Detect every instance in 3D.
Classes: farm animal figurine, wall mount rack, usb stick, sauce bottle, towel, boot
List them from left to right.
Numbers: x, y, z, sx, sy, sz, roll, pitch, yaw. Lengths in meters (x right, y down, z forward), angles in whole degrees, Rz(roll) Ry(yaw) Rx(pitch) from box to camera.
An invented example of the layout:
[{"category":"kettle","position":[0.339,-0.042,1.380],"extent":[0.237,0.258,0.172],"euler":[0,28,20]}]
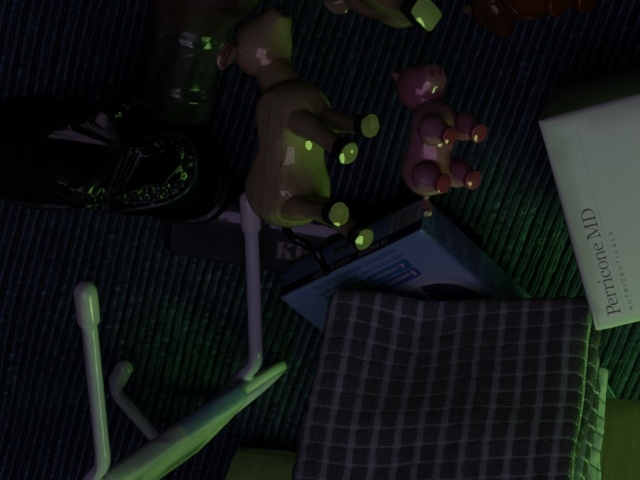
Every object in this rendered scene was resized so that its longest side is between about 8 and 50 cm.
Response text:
[{"category":"boot","position":[-0.200,-0.071,1.545],"extent":[0.246,0.207,0.094],"euler":[12,86,9]},{"category":"wall mount rack","position":[-0.154,0.122,1.603],"extent":[0.130,0.350,0.304],"euler":[49,133,7]},{"category":"sauce bottle","position":[-0.080,-0.256,1.502],"extent":[0.111,0.111,0.344],"euler":[17,117,-3]},{"category":"usb stick","position":[0.000,0.000,1.665],"extent":[0.278,0.045,0.077],"euler":[10,122,0]},{"category":"farm animal figurine","position":[0.031,-0.191,1.451],"extent":[0.330,0.172,0.327],"euler":[-43,130,-19]},{"category":"towel","position":[0.101,0.160,1.512],"extent":[0.235,0.283,0.121],"euler":[-4,138,18]}]

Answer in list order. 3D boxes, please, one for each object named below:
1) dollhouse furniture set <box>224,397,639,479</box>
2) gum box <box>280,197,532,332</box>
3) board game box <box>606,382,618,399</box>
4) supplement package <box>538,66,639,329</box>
[{"category":"dollhouse furniture set","position":[0.091,0.340,1.681],"extent":[0.394,0.256,0.362],"euler":[6,126,11]},{"category":"gum box","position":[0.085,0.058,1.644],"extent":[0.157,0.041,0.184],"euler":[-27,126,34]},{"category":"board game box","position":[0.249,0.237,1.768],"extent":[0.136,0.035,0.201],"euler":[-25,112,18]},{"category":"supplement package","position":[0.337,-0.061,1.501],"extent":[0.293,0.175,0.177],"euler":[-14,99,13]}]
